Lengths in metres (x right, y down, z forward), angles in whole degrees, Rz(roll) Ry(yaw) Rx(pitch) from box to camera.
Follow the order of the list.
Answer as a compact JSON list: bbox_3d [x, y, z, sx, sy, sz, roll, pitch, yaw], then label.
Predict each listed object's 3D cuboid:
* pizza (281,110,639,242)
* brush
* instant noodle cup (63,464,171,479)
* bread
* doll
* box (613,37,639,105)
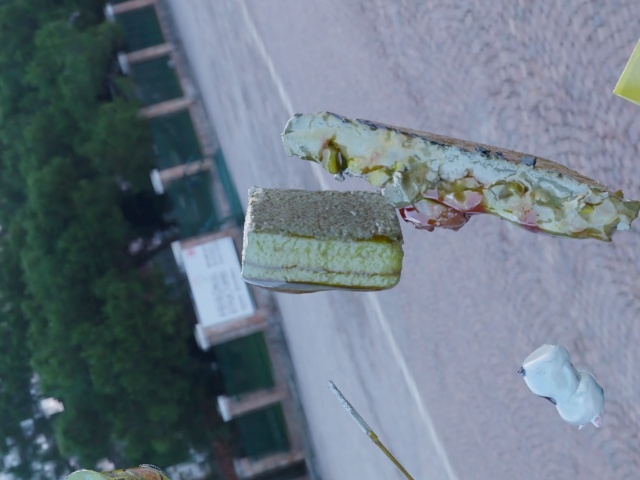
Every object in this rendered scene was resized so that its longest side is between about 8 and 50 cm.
[{"bbox_3d":[0.203,-0.058,1.378,0.406,0.440,0.130,25,104,51],"label":"pizza"},{"bbox_3d":[0.100,0.330,1.758,0.272,0.013,0.103,52,177,-31],"label":"brush"},{"bbox_3d":[-0.322,0.449,1.790,0.144,0.182,0.182,-3,-107,-58],"label":"instant noodle cup"},{"bbox_3d":[0.000,0.000,1.645,0.184,0.234,0.110,-97,10,-64],"label":"bread"},{"bbox_3d":[0.473,0.278,2.129,0.181,0.107,0.110,41,170,-2],"label":"doll"},{"bbox_3d":[0.535,-0.203,1.426,0.043,0.269,0.152,-41,-25,-61],"label":"box"}]
